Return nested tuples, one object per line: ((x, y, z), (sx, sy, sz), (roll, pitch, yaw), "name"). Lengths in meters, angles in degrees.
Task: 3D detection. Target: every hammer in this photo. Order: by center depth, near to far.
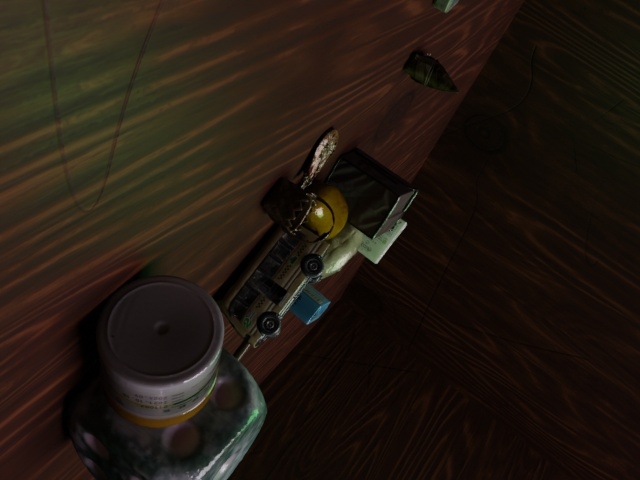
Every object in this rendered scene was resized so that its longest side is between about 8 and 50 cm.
((-0.320, 0.459, 2.560), (0.440, 0.044, 0.168), (-53, 171, 1), "hammer")

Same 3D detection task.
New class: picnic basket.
((-0.048, -0.067, 1.604), (0.128, 0.178, 0.138), (-52, 170, -6), "picnic basket")

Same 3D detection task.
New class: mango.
((0.002, -0.092, 1.839), (0.262, 0.130, 0.167), (45, 53, -69), "mango")

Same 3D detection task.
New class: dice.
((-0.353, 0.425, 1.450), (0.330, 0.348, 0.328), (-44, 164, -41), "dice")

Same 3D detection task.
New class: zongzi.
((0.367, -0.508, 1.934), (0.187, 0.184, 0.084), (-35, 155, -60), "zongzi")

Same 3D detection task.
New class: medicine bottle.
((-0.316, 0.223, 1.240), (0.238, 0.238, 0.232), (-46, 167, -34), "medicine bottle")

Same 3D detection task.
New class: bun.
((0.000, 0.000, 2.047), (0.287, 0.146, 0.287), (-27, -154, 15), "bun")

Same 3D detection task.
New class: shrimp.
((-0.008, -0.221, 1.677), (0.184, 0.043, 0.091), (-60, 162, 5), "shrimp")

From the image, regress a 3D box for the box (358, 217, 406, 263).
((0.164, -0.064, 2.331), (0.194, 0.260, 0.111), (-52, 174, 2), "box")

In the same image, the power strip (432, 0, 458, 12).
((0.366, -0.709, 1.625), (0.078, 0.052, 0.272), (-47, 169, -30), "power strip")

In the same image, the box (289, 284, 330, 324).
((-0.090, 0.166, 2.058), (0.083, 0.232, 0.142), (-54, 170, 10), "box")

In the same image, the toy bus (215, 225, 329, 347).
((-0.136, 0.126, 1.827), (0.365, 0.202, 0.177), (-53, 176, -12), "toy bus")

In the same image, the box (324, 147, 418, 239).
((0.143, -0.149, 1.989), (0.153, 0.252, 0.188), (-24, 149, -58), "box")
